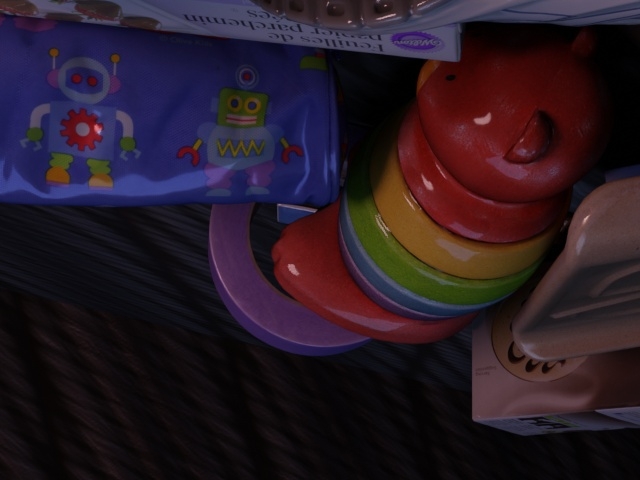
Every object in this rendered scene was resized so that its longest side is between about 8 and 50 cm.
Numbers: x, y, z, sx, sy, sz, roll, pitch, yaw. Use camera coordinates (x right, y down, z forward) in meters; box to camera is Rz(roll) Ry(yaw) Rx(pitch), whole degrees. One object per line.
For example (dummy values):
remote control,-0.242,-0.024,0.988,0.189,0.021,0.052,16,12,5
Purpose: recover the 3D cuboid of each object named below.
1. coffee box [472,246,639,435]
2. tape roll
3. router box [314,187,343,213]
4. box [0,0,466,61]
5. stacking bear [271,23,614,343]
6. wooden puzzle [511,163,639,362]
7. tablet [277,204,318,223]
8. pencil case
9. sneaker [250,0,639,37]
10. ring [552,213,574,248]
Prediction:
coffee box,0.300,0.090,1.080,0.297,0.168,0.119,-11,158,38
tape roll,0.000,0.000,0.952,0.189,0.189,0.080,11,169,-4
router box,0.069,0.024,1.153,0.179,0.046,0.133,44,164,-3
box,-0.080,-0.152,0.609,0.324,0.067,0.063,9,168,10
stacking bear,0.096,-0.043,0.767,0.164,0.175,0.289,38,154,2
wooden puzzle,0.302,-0.008,0.785,0.322,0.080,0.348,-10,162,1
tablet,-0.022,-0.028,1.283,0.054,0.006,0.083,10,167,0
pencil case,-0.132,-0.089,0.714,0.306,0.133,0.119,1,-155,-9
sneaker,0.095,-0.129,0.491,0.297,0.111,0.129,4,173,29
ring,0.183,0.012,1.241,0.337,0.032,0.336,9,167,2
